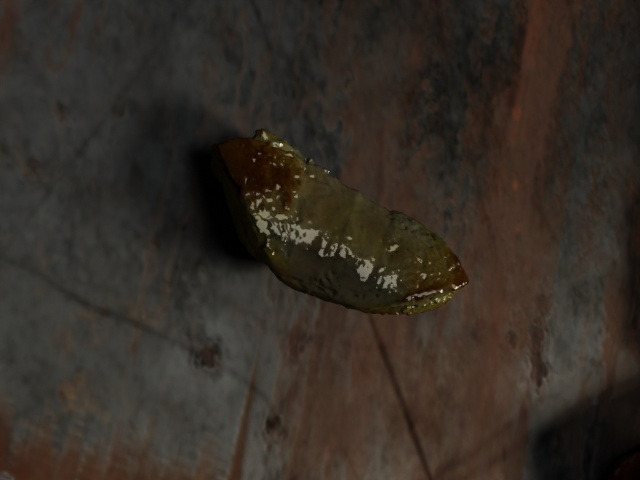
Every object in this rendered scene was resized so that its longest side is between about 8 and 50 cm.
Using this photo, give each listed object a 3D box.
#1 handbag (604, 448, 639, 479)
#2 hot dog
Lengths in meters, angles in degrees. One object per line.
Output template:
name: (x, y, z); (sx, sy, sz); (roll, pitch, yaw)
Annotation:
handbag: (0.322, 0.267, 1.332); (0.260, 0.084, 0.275); (-17, 100, -47)
hot dog: (0.000, 0.000, 1.013); (0.169, 0.061, 0.078); (32, 54, -13)
